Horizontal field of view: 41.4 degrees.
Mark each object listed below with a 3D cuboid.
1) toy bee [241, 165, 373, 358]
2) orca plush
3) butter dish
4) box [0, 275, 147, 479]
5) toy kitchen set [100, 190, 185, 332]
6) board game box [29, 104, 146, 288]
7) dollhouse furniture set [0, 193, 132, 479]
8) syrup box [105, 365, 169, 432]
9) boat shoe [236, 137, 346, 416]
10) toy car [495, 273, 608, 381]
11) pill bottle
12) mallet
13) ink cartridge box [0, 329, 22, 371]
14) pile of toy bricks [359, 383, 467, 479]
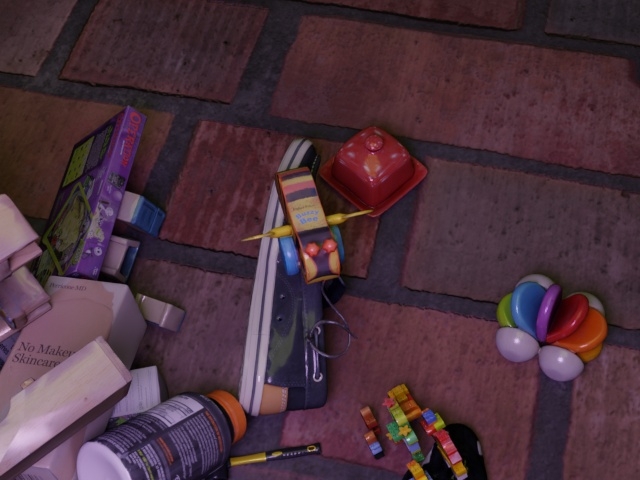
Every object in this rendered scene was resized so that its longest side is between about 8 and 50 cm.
[{"bbox_3d":[0.000,0.000,1.282,0.195,0.162,0.298,-33,73,-15],"label":"toy bee"},{"bbox_3d":[0.182,0.399,1.263,0.151,0.102,0.287,25,64,17],"label":"orca plush"},{"bbox_3d":[0.099,-0.152,1.587,0.160,0.118,0.160,-40,66,-18],"label":"butter dish"},{"bbox_3d":[-0.388,0.215,1.273,0.148,0.121,0.311,5,51,11],"label":"box"},{"bbox_3d":[-0.294,0.042,1.513,0.166,0.122,0.207,17,82,12],"label":"toy kitchen set"},{"bbox_3d":[-0.425,-0.061,1.527,0.056,0.208,0.346,29,55,-30],"label":"board game box"},{"bbox_3d":[-0.464,0.108,1.076,0.256,0.362,0.394,-37,85,-23],"label":"dollhouse furniture set"},{"bbox_3d":[-0.367,0.280,1.365,0.237,0.093,0.096,-11,59,-4],"label":"syrup box"},{"bbox_3d":[-0.036,0.057,1.439,0.156,0.187,0.500,8,64,-5],"label":"boat shoe"},{"bbox_3d":[0.382,0.129,1.395,0.182,0.136,0.159,23,63,16],"label":"toy car"},{"bbox_3d":[-0.220,0.304,1.243,0.130,0.130,0.246,40,36,23],"label":"pill bottle"},{"bbox_3d":[-0.096,0.338,1.356,0.190,0.039,0.062,-13,57,-11],"label":"mallet"},{"bbox_3d":[-0.589,0.186,1.398,0.087,0.153,0.208,22,64,14],"label":"ink cartridge box"},{"bbox_3d":[0.125,0.283,1.287,0.118,0.105,0.212,-28,34,-6],"label":"pile of toy bricks"}]
